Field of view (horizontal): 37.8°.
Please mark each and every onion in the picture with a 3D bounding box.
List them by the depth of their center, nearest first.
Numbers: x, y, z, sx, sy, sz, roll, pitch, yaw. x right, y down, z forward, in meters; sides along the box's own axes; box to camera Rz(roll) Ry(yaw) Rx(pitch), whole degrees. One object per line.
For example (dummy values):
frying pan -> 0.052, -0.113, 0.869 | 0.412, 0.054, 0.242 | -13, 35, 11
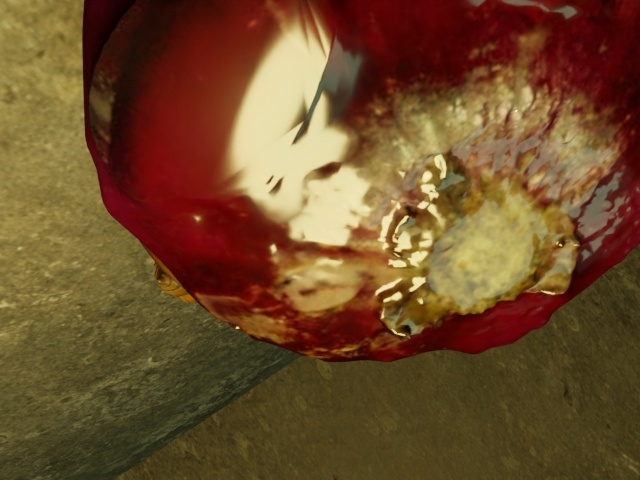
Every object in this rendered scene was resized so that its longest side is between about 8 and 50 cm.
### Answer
onion -> 0.038, -0.149, 0.670 | 0.398, 0.398, 0.420 | -39, -151, 23

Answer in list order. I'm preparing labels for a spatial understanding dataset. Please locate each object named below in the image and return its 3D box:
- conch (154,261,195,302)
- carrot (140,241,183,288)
conch -> -0.148, 0.003, 1.204 | 0.330, 0.093, 0.109 | -63, 167, -71
carrot -> -0.050, -0.056, 1.010 | 0.307, 0.100, 0.258 | -22, 141, -27
